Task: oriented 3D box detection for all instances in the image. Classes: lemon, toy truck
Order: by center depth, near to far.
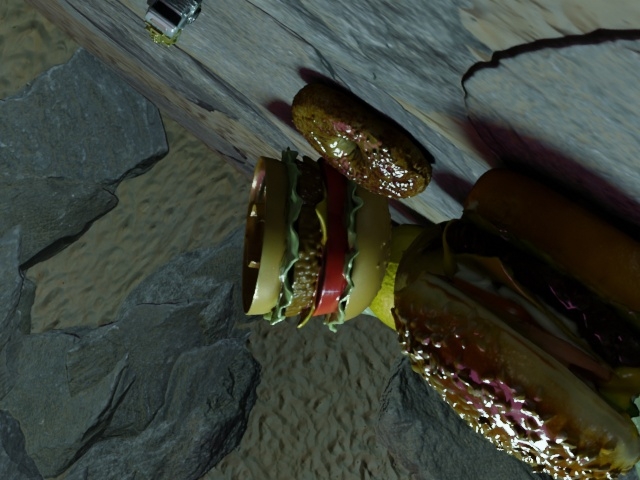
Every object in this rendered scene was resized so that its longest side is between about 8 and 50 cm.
[{"bbox_3d":[-0.175,-0.262,1.334,0.052,0.063,0.123,36,178,-8],"label":"toy truck"},{"bbox_3d":[0.161,0.068,1.878,0.203,0.178,0.178,33,177,5],"label":"lemon"}]

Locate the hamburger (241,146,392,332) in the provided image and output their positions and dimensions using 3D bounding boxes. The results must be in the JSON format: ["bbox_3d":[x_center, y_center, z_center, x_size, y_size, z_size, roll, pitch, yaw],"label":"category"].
[{"bbox_3d":[0.000,0.000,1.734,0.212,0.275,0.274,6,-177,-11],"label":"hamburger"}]

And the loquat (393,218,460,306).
[{"bbox_3d":[0.187,0.064,1.388,0.213,0.213,0.213,35,177,2],"label":"loquat"}]

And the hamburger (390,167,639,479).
[{"bbox_3d":[0.209,0.088,1.077,0.291,0.225,0.291,38,177,3],"label":"hamburger"}]

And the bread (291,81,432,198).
[{"bbox_3d":[0.044,-0.112,1.325,0.193,0.064,0.193,35,174,4],"label":"bread"}]

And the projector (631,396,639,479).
[{"bbox_3d":[0.534,0.316,1.762,0.269,0.088,0.194,70,-172,-62],"label":"projector"}]

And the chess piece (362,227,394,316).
[{"bbox_3d":[0.173,0.078,2.107,0.182,0.182,0.330,36,172,-26],"label":"chess piece"}]
